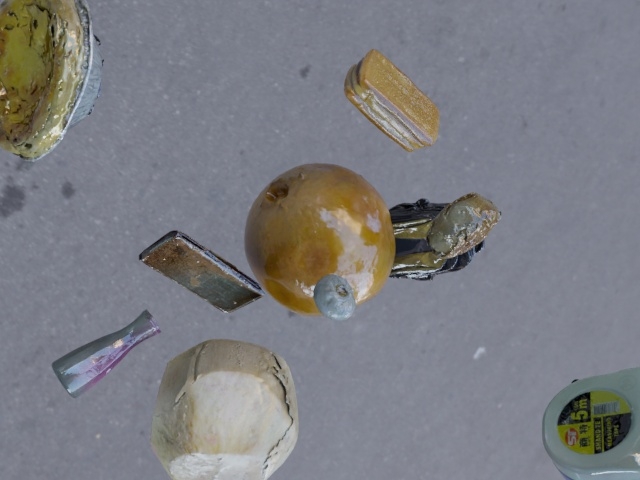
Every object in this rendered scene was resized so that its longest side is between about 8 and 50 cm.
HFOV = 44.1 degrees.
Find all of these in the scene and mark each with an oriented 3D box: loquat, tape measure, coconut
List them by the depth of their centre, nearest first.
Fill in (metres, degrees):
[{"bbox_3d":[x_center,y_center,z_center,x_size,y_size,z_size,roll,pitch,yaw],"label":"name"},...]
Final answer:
[{"bbox_3d":[0.487,0.379,1.322,0.098,0.215,0.351,54,34,-30],"label":"tape measure"},{"bbox_3d":[0.000,0.000,1.661,0.328,0.328,0.328,-22,127,-33],"label":"loquat"},{"bbox_3d":[-0.214,0.385,1.787,0.352,0.352,0.353,-22,127,-33],"label":"coconut"}]

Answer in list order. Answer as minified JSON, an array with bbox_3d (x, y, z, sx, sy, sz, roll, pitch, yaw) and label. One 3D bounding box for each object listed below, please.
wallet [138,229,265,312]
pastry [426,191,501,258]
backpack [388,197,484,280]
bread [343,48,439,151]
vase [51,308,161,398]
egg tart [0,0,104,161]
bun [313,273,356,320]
[{"bbox_3d":[-0.224,0.062,1.521,0.122,0.031,0.232,-29,129,32],"label":"wallet"},{"bbox_3d":[0.272,-0.028,1.512,0.153,0.081,0.153,-37,162,-14],"label":"pastry"},{"bbox_3d":[0.262,-0.004,1.885,0.133,0.258,0.206,-45,126,-59],"label":"backpack"},{"bbox_3d":[0.131,-0.247,1.430,0.200,0.116,0.077,37,127,-25],"label":"bread"},{"bbox_3d":[-0.422,0.220,1.579,0.214,0.086,0.086,-34,133,-15],"label":"vase"},{"bbox_3d":[-0.348,-0.215,1.008,0.094,0.234,0.234,6,109,-50],"label":"egg tart"},{"bbox_3d":[0.026,0.094,1.324,0.083,0.083,0.045,-9,158,-40],"label":"bun"}]
